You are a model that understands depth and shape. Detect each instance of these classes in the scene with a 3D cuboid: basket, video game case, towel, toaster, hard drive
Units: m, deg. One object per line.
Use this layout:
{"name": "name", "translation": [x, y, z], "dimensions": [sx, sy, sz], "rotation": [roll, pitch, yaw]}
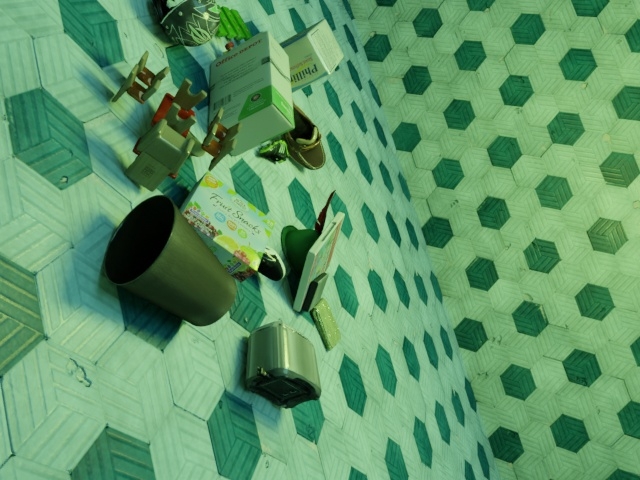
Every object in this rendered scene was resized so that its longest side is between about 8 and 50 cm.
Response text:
{"name": "basket", "translation": [-0.276, 0.060, 1.093], "dimensions": [0.227, 0.154, 0.204], "rotation": [53, 29, -43]}
{"name": "video game case", "translation": [-0.002, 0.056, 1.677], "dimensions": [0.285, 0.025, 0.204], "rotation": [-53, 162, -58]}
{"name": "towel", "translation": [0.020, 0.257, 1.745], "dimensions": [0.148, 0.027, 0.110], "rotation": [67, 22, -6]}
{"name": "toaster", "translation": [-0.094, 0.291, 1.336], "dimensions": [0.227, 0.129, 0.146], "rotation": [43, 30, -43]}
{"name": "hard drive", "translation": [-0.014, 0.150, 1.663], "dimensions": [0.135, 0.022, 0.094], "rotation": [-31, 141, -75]}

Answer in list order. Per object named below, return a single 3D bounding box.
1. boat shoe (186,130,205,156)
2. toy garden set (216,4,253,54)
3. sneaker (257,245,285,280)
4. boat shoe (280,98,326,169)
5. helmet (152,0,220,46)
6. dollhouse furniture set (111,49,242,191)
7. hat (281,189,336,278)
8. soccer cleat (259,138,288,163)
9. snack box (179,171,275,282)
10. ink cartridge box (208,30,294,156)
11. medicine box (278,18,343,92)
{"name": "boat shoe", "translation": [-0.332, -0.255, 1.359], "dimensions": [0.137, 0.049, 0.043], "rotation": [46, -8, -25]}
{"name": "toy garden set", "translation": [-0.278, -0.635, 1.779], "dimensions": [0.203, 0.049, 0.244], "rotation": [59, 22, -4]}
{"name": "sneaker", "translation": [-0.181, 0.046, 1.419], "dimensions": [0.217, 0.079, 0.121], "rotation": [52, 31, -19]}
{"name": "boat shoe", "translation": [-0.062, -0.343, 1.863], "dimensions": [0.123, 0.123, 0.342], "rotation": [47, -9, 45]}
{"name": "helmet", "translation": [-0.341, -0.585, 1.465], "dimensions": [0.161, 0.169, 0.169], "rotation": [61, 19, 17]}
{"name": "dollhouse furniture set", "translation": [-0.330, -0.239, 1.232], "dimensions": [0.262, 0.135, 0.259], "rotation": [36, 33, -25]}
{"name": "hat", "translation": [0.000, 0.000, 1.709], "dimensions": [0.208, 0.184, 0.173], "rotation": [60, 25, -23]}
{"name": "soccer cleat", "translation": [-0.140, -0.278, 1.793], "dimensions": [0.072, 0.060, 0.179], "rotation": [67, 20, -9]}
{"name": "snack box", "translation": [-0.221, -0.032, 1.295], "dimensions": [0.207, 0.070, 0.174], "rotation": [39, 39, -19]}
{"name": "ink cartridge box", "translation": [-0.194, -0.411, 1.580], "dimensions": [0.121, 0.211, 0.289], "rotation": [40, 37, -49]}
{"name": "medicine box", "translation": [-0.088, -0.600, 1.910], "dimensions": [0.149, 0.264, 0.289], "rotation": [60, 24, -20]}
